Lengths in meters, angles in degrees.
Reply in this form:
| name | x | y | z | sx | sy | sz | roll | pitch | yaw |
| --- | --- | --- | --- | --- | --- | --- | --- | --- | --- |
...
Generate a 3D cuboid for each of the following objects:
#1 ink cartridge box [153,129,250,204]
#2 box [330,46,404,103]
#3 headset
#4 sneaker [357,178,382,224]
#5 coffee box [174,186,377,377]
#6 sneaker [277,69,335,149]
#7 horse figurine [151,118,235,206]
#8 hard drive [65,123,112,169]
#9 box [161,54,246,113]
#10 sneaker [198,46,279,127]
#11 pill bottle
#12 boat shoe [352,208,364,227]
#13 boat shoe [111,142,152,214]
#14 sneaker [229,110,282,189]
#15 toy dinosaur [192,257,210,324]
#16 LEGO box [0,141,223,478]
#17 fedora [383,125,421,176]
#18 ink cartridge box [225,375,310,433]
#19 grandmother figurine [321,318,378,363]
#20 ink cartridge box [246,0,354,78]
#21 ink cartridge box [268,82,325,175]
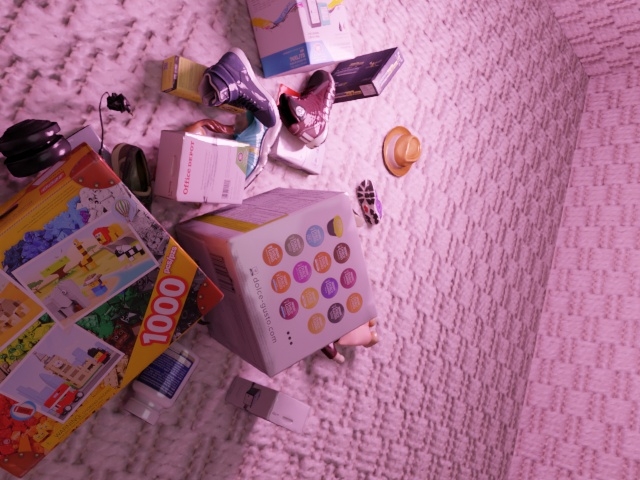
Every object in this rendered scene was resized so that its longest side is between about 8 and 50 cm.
| name | x | y | z | sx | sy | sz | roll | pitch | yaw |
| --- | --- | --- | --- | --- | --- | --- | --- | --- | --- |
| ink cartridge box | -0.285 | -0.174 | 1.352 | 0.219 | 0.092 | 0.160 | 0 | 101 | -55 |
| box | 0.122 | -0.510 | 1.738 | 0.183 | 0.232 | 0.059 | -55 | 129 | -28 |
| headset | -0.545 | -0.158 | 1.161 | 0.394 | 0.185 | 0.243 | -49 | 124 | -7 |
| sneaker | 0.175 | -0.138 | 1.930 | 0.071 | 0.068 | 0.170 | -50 | 133 | -50 |
| coffee box | -0.113 | 0.075 | 1.406 | 0.334 | 0.338 | 0.338 | -24 | 109 | -29 |
| sneaker | -0.048 | -0.419 | 1.638 | 0.162 | 0.106 | 0.281 | 25 | 56 | -36 |
| horse figurine | -0.321 | -0.215 | 1.427 | 0.174 | 0.066 | 0.263 | 42 | 65 | -43 |
| hard drive | -0.520 | -0.180 | 1.259 | 0.094 | 0.022 | 0.135 | -47 | 121 | -33 |
| box | -0.294 | -0.402 | 1.453 | 0.232 | 0.058 | 0.087 | 5 | 87 | -44 |
| sneaker | -0.211 | -0.355 | 1.427 | 0.226 | 0.086 | 0.163 | 55 | 49 | -24 |
| pill bottle | -0.384 | 0.339 | 1.341 | 0.112 | 0.112 | 0.187 | 48 | 59 | -34 |
| boat shoe | 0.091 | -0.088 | 1.852 | 0.133 | 0.042 | 0.049 | 35 | 92 | -38 |
| boat shoe | -0.428 | -0.113 | 1.294 | 0.080 | 0.073 | 0.224 | -27 | 121 | -47 |
| sneaker | -0.204 | -0.244 | 1.538 | 0.110 | 0.107 | 0.275 | 27 | 66 | -21 |
| toy dinosaur | -0.351 | 0.091 | 1.354 | 0.121 | 0.160 | 0.313 | -56 | 138 | -13 |
| LEGO box | -0.503 | 0.122 | 1.051 | 0.500 | 0.193 | 0.372 | -43 | 122 | -11 |
| fedora | 0.312 | -0.328 | 2.037 | 0.194 | 0.079 | 0.194 | -2 | 92 | -44 |
| ink cartridge box | -0.144 | 0.448 | 1.524 | 0.139 | 0.190 | 0.082 | 40 | 64 | -38 |
| grandmother figurine | 0.040 | 0.289 | 1.776 | 0.342 | 0.104 | 0.208 | 12 | 55 | -41 |
| ink cartridge box | -0.060 | -0.624 | 1.581 | 0.198 | 0.197 | 0.270 | -26 | 108 | -42 |
| ink cartridge box | -0.060 | -0.335 | 1.689 | 0.189 | 0.066 | 0.232 | 19 | 82 | -43 |
